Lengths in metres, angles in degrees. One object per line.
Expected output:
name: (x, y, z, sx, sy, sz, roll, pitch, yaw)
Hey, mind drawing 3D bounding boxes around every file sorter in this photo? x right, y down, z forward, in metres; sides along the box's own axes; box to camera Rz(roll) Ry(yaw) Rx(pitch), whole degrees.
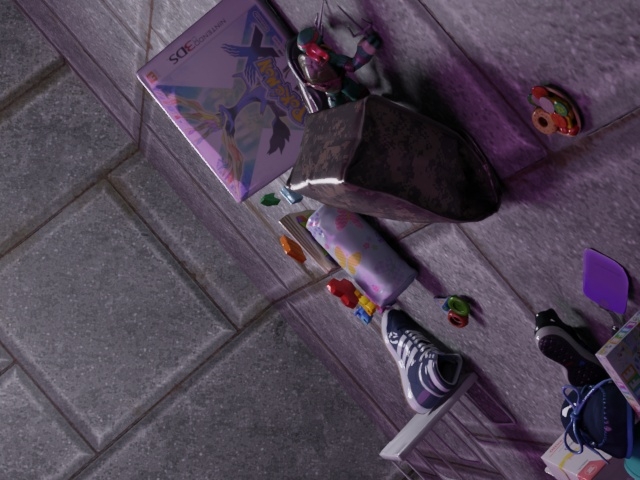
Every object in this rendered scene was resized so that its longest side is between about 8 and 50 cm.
file sorter: (0.317, 0.484, 2.391, 0.173, 0.277, 0.193, 45, 166, 0)

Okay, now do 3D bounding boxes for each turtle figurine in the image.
turtle figurine: (0.021, -0.293, 1.602, 0.175, 0.118, 0.234, 35, 166, 43)

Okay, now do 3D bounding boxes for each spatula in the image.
spatula: (0.461, 0.130, 1.530, 0.084, 0.030, 0.296, 32, 158, 44)

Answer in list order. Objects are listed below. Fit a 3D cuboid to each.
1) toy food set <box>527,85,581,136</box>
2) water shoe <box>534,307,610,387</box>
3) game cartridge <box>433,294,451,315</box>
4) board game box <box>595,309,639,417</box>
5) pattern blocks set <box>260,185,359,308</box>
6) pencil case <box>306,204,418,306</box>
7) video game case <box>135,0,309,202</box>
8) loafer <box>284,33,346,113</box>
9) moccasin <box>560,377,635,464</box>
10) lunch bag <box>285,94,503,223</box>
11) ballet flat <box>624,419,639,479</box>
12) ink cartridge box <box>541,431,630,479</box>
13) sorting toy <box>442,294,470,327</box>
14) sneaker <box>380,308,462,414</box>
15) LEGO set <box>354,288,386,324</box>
toy food set: (0.302, -0.166, 1.262, 0.083, 0.020, 0.082, 33, 159, 48)
water shoe: (0.442, 0.189, 1.699, 0.203, 0.073, 0.080, 43, -147, -35)
game cartridge: (0.282, 0.144, 2.130, 0.056, 0.017, 0.083, 48, 166, -9)
board game box: (0.493, 0.196, 1.461, 0.154, 0.103, 0.026, 52, 165, -14)
pattern blocks set: (0.000, 0.000, 2.239, 0.325, 0.026, 0.285, 44, -154, 2)
pencil case: (0.093, 0.019, 2.173, 0.273, 0.124, 0.113, 46, 137, 9)
video game case: (-0.146, -0.275, 1.861, 0.329, 0.300, 0.036, 52, -153, -11)
loafer: (0.014, -0.255, 1.774, 0.267, 0.096, 0.084, 63, 171, -17)
moccasin: (0.458, 0.308, 1.634, 0.117, 0.137, 0.342, 5, 164, 12)
lunch bag: (0.129, -0.113, 1.591, 0.287, 0.168, 0.235, 20, 172, -23)
ballet flat: (0.591, 0.325, 1.475, 0.147, 0.147, 0.409, 47, 166, 9)
ink cartridge box: (0.525, 0.432, 1.945, 0.067, 0.115, 0.198, 53, 165, -17)
sorting toy: (0.293, 0.139, 2.054, 0.061, 0.042, 0.102, 27, 146, 19)
sneaker: (0.250, 0.266, 2.383, 0.153, 0.099, 0.282, -46, 50, 40)
LEGO set: (0.117, 0.140, 2.468, 0.093, 0.087, 0.227, 46, 164, 12)
